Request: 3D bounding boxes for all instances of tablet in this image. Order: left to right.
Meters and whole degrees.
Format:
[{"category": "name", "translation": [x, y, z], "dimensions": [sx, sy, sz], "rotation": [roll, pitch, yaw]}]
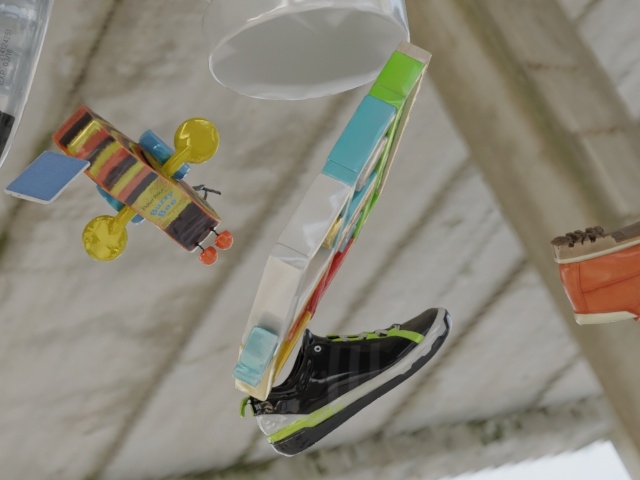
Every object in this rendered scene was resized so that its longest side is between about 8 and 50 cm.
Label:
[{"category": "tablet", "translation": [-0.275, -0.064, 1.655], "dimensions": [0.083, 0.054, 0.006], "rotation": [-53, -28, -49]}]

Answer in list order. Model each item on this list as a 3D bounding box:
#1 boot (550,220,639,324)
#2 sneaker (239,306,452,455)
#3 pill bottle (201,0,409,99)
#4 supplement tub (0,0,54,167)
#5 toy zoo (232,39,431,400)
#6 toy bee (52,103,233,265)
[{"category": "boot", "translation": [0.281, 0.023, 1.395], "dimensions": [0.158, 0.084, 0.059], "rotation": [-13, 10, 7]}, {"category": "sneaker", "translation": [0.025, 0.121, 1.655], "dimensions": [0.235, 0.097, 0.084], "rotation": [-35, 0, -12]}, {"category": "pill bottle", "translation": [-0.031, -0.322, 1.426], "dimensions": [0.210, 0.362, 0.210], "rotation": [-7, -20, -2]}, {"category": "supplement tub", "translation": [-0.379, -0.166, 1.255], "dimensions": [0.316, 0.193, 0.193], "rotation": [19, -43, -16]}, {"category": "toy zoo", "translation": [0.000, 0.000, 1.298], "dimensions": [0.293, 0.030, 0.192], "rotation": [-60, -8, -35]}, {"category": "toy bee", "translation": [-0.170, -0.054, 1.908], "dimensions": [0.298, 0.162, 0.195], "rotation": [2, -55, -49]}]
